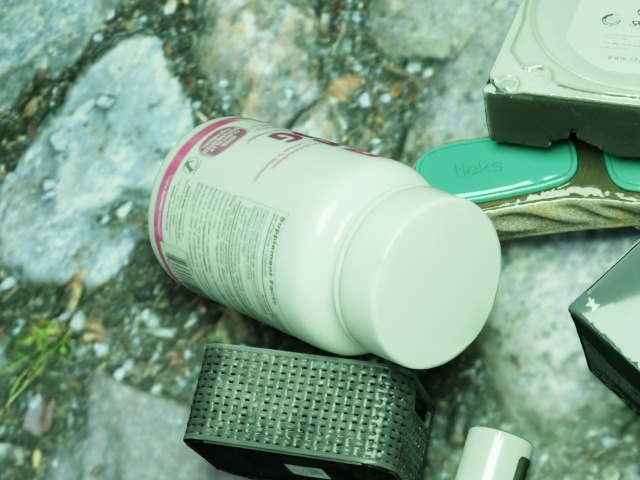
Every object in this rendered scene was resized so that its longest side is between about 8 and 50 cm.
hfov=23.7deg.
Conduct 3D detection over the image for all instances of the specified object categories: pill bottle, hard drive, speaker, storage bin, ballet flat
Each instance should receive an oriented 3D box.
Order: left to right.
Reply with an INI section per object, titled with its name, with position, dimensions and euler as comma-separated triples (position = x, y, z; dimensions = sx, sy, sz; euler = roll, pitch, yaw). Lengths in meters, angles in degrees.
[storage bin]
position = -0.007, 0.150, 1.248
dimensions = 0.180, 0.122, 0.084
euler = 6, 69, 19
[pill bottle]
position = 0.000, 0.000, 1.239
dimensions = 0.283, 0.160, 0.160
euler = 20, 73, 47
[speaker]
position = 0.125, 0.220, 1.216
dimensions = 0.055, 0.055, 0.136
euler = 12, 71, 21
[ballet flat]
position = 0.233, -0.051, 1.273
dimensions = 0.316, 0.106, 0.108
euler = -4, 59, 14
[hard drive]
position = 0.295, -0.203, 1.276
dimensions = 0.237, 0.064, 0.339
euler = 9, 48, 22

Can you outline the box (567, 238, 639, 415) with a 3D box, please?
[box]
position = 0.285, 0.053, 1.183
dimensions = 0.156, 0.158, 0.093
euler = -43, 63, -4
